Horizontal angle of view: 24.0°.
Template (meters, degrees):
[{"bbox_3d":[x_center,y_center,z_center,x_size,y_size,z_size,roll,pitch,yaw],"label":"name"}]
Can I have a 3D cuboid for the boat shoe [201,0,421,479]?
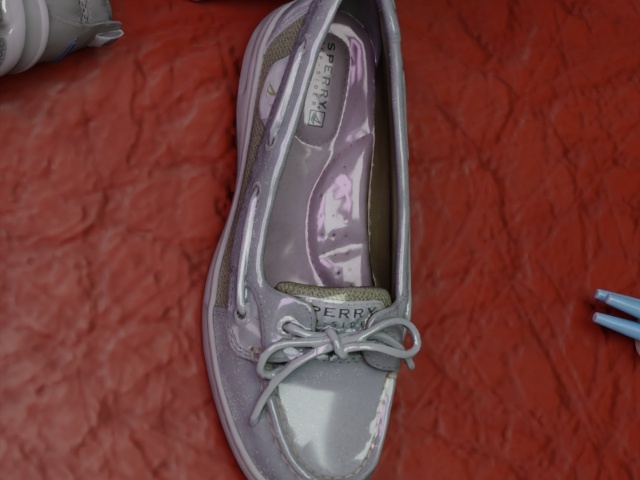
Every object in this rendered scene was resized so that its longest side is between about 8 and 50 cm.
[{"bbox_3d":[0.002,-0.001,0.898,0.118,0.103,0.320,9,78,-19],"label":"boat shoe"}]

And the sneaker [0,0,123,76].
[{"bbox_3d":[-0.203,-0.227,0.897,0.115,0.105,0.281,-10,80,-49],"label":"sneaker"}]

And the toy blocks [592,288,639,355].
[{"bbox_3d":[0.259,0.031,1.023,0.148,0.054,0.123,19,71,-16],"label":"toy blocks"}]
